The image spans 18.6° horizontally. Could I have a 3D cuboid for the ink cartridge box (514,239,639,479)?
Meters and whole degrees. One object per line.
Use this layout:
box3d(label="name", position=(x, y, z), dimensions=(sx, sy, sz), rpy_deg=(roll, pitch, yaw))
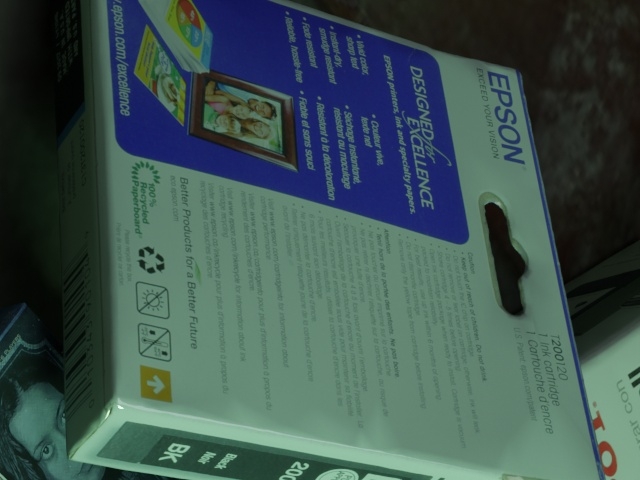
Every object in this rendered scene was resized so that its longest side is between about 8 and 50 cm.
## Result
box3d(label="ink cartridge box", position=(0.158, 0.118, 0.895), dimensions=(0.273, 0.115, 0.198), rpy_deg=(-27, 99, -46))

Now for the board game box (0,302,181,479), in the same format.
box3d(label="board game box", position=(-0.121, 0.163, 0.643), dimensions=(0.165, 0.042, 0.243), rpy_deg=(52, 48, -24))

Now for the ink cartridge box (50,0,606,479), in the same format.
box3d(label="ink cartridge box", position=(0.000, 0.000, 0.743), dimensions=(0.208, 0.045, 0.206), rpy_deg=(13, 52, -28))
